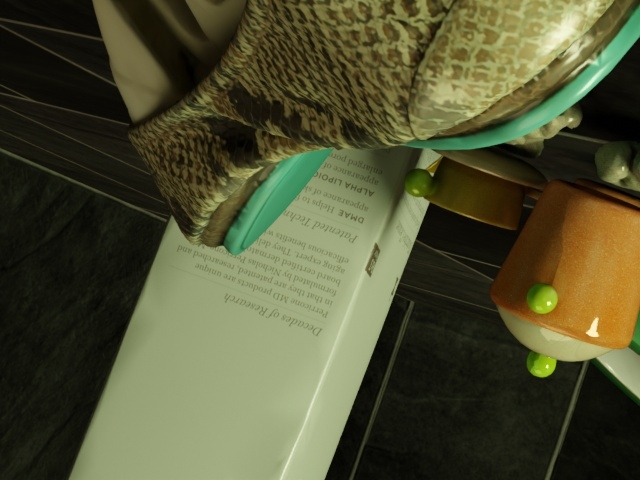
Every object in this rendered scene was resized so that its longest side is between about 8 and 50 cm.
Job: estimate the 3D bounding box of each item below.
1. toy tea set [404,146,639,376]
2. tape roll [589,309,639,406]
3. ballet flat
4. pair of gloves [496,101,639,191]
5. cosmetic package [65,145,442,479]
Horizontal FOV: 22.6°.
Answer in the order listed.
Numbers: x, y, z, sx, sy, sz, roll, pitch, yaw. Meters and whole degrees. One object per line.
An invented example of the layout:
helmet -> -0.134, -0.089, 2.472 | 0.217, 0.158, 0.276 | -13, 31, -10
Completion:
toy tea set -> 0.215, 0.036, 1.116 | 0.336, 0.124, 0.200 | 15, -171, -30
tape roll -> 0.322, 0.109, 1.418 | 0.321, 0.077, 0.321 | 41, 176, 3
ballet flat -> -0.019, -0.108, 0.726 | 0.182, 0.164, 0.483 | 42, 166, -8
pair of gloves -> 0.169, -0.061, 0.988 | 0.240, 0.042, 0.204 | 23, -178, 18
cosmetic package -> -0.043, 0.065, 1.201 | 0.156, 0.385, 0.217 | 18, 176, 10
